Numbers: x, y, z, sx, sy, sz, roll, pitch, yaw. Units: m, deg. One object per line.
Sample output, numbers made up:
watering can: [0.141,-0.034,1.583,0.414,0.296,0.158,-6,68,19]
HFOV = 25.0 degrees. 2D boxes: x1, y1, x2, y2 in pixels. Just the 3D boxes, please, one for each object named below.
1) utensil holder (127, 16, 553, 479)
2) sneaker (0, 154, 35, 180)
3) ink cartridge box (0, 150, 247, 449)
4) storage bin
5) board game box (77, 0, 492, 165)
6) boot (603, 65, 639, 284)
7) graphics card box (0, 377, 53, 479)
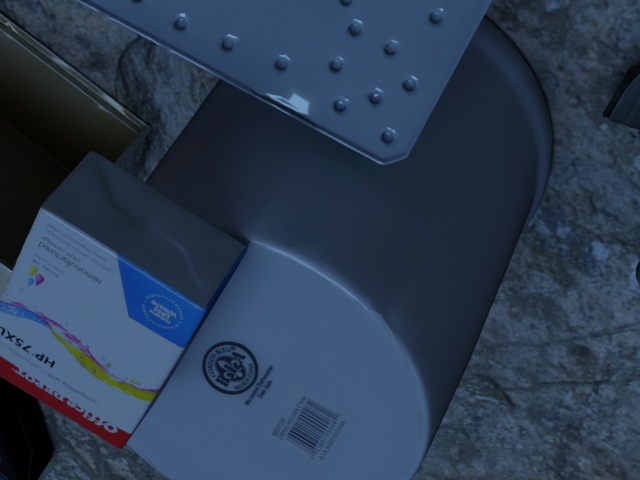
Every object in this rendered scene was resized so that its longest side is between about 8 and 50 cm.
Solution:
utensil holder: [0.000,0.000,1.249,0.327,0.385,0.328,13,129,16]
sneaker: [-0.423,-0.006,1.621,0.321,0.124,0.180,-31,106,26]
ink cartridge box: [-0.164,0.061,1.058,0.134,0.078,0.231,32,132,-1]
storage bin: [-0.350,-0.086,1.417,0.260,0.262,0.123,38,134,-8]
board game box: [-0.021,-0.313,1.084,0.390,0.050,0.390,28,91,1]
boot: [0.314,-0.076,1.270,0.161,0.083,0.246,36,126,3]
graphics card box: [-0.541,0.197,1.834,0.370,0.094,0.233,5,127,19]
